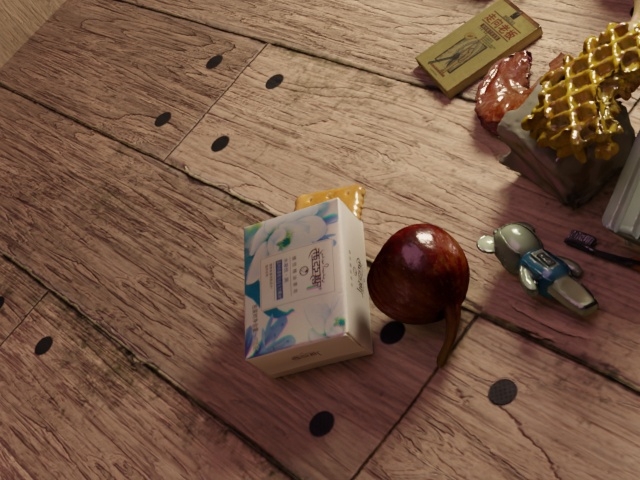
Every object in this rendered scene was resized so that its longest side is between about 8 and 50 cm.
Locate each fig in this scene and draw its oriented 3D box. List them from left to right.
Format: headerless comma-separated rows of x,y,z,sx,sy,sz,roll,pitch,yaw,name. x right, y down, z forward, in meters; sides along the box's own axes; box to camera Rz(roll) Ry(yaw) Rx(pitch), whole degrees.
0.185,0.078,1.679,0.175,0.175,0.207,-42,57,-3,fig

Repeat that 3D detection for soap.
0.553,-0.101,1.555,0.150,0.094,0.261,28,97,49,soap

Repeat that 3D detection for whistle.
0.359,0.048,1.639,0.114,0.077,0.235,-21,44,-23,whistle

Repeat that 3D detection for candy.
0.423,-0.172,1.736,0.185,0.137,0.195,-40,44,-2,candy

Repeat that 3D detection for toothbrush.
0.517,0.040,1.572,0.321,0.023,0.031,25,80,44,toothbrush

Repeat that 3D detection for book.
0.325,-0.401,2.079,0.231,0.026,0.161,-35,42,4,book

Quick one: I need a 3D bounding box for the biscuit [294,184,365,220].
-0.001,-0.001,1.952,0.160,0.030,0.249,-9,50,28,biscuit

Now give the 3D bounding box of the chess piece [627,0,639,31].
0.657,-0.476,1.866,0.139,0.124,0.307,39,83,16,chess piece

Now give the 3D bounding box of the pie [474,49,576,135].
0.393,-0.281,1.909,0.219,0.054,0.204,1,55,35,pie

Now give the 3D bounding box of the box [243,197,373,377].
-0.026,0.086,1.803,0.203,0.116,0.274,-16,58,22,box

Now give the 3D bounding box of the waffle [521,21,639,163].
0.454,-0.255,1.605,0.293,0.069,0.260,-45,29,-5,waffle
